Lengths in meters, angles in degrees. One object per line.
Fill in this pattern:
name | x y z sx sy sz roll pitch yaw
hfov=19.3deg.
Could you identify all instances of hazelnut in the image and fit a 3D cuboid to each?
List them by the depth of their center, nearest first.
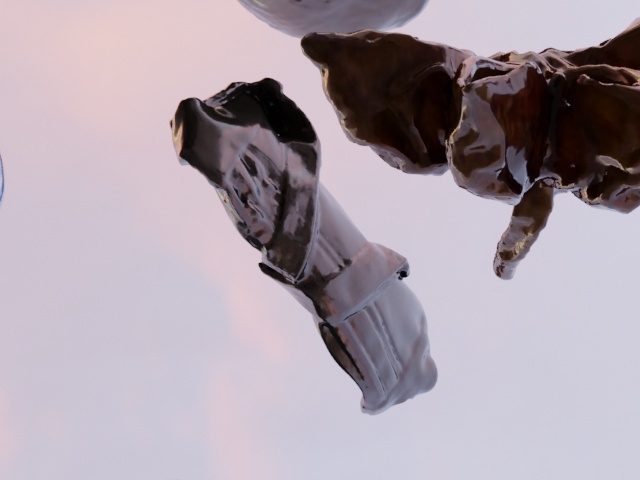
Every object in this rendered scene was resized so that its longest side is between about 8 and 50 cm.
hazelnut | 0.005 -0.270 1.548 0.208 0.208 0.208 -21 -128 30

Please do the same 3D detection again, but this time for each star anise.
star anise | 0.100 -0.054 0.847 0.196 0.212 0.111 -16 -106 35

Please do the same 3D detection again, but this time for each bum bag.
bum bag | 0.000 0.000 1.428 0.079 0.326 0.142 -20 -148 29

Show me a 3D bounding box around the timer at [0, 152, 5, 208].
timer | -0.252 -0.096 0.554 0.340 0.309 0.115 26 -117 22
